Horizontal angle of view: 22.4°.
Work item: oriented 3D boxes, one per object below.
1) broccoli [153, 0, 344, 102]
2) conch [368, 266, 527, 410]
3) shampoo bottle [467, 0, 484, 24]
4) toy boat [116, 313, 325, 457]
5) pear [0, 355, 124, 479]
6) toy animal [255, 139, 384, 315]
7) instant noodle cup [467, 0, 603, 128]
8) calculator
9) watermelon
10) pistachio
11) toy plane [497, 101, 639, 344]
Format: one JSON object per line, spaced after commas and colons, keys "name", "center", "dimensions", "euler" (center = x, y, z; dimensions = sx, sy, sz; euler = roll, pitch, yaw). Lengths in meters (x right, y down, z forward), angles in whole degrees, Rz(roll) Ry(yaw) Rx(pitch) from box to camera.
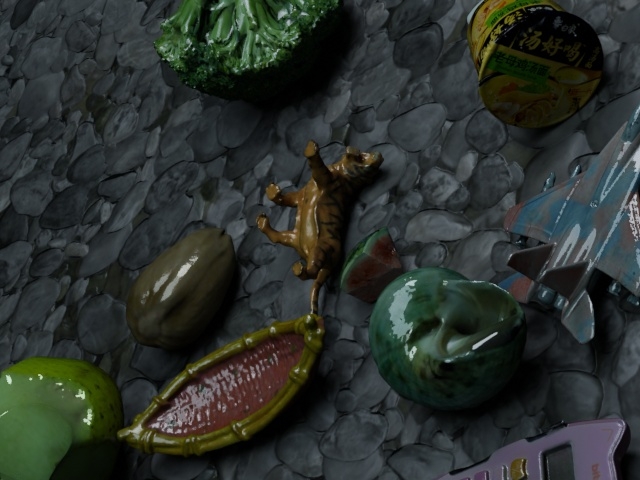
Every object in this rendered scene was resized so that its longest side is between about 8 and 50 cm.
{"name": "broccoli", "center": [-0.100, -0.311, 2.209], "dimensions": [0.269, 0.241, 0.261], "euler": [-8, 30, 5]}
{"name": "conch", "center": [0.140, 0.103, 1.755], "dimensions": [0.176, 0.122, 0.188], "euler": [-44, 43, 17]}
{"name": "shampoo bottle", "center": [0.230, -0.263, 1.999], "dimensions": [0.072, 0.043, 0.099], "euler": [-39, 43, 14]}
{"name": "toy boat", "center": [-0.103, 0.178, 1.943], "dimensions": [0.318, 0.099, 0.141], "euler": [-32, 47, 26]}
{"name": "pear", "center": [-0.351, 0.283, 2.020], "dimensions": [0.176, 0.286, 0.282], "euler": [31, 59, 8]}
{"name": "toy animal", "center": [-0.005, 0.001, 1.998], "dimensions": [0.114, 0.116, 0.255], "euler": [-20, 56, 50]}
{"name": "instant noodle cup", "center": [0.244, -0.223, 1.892], "dimensions": [0.151, 0.151, 0.122], "euler": [-39, 31, 14]}
{"name": "calculator", "center": [0.197, 0.296, 1.630], "dimensions": [0.294, 0.043, 0.194], "euler": [-26, 48, 31]}
{"name": "watermelon", "center": [0.066, 0.031, 1.936], "dimensions": [0.084, 0.072, 0.092], "euler": [-34, 4, 35]}
{"name": "pistachio", "center": [-0.176, 0.063, 2.093], "dimensions": [0.108, 0.126, 0.185], "euler": [38, 85, 7]}
{"name": "toy plane", "center": [0.317, -0.052, 1.720], "dimensions": [0.326, 0.104, 0.223], "euler": [-54, 41, -5]}
